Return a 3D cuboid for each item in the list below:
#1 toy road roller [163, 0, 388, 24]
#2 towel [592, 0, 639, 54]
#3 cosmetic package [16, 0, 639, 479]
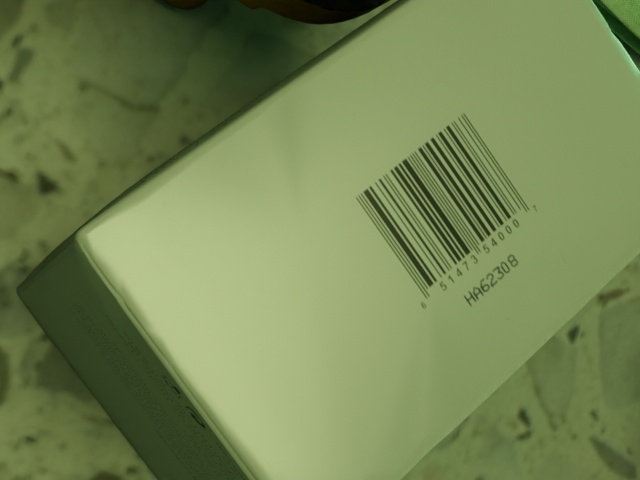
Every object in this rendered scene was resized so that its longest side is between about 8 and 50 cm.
[{"bbox_3d":[-0.064,-0.239,0.436,0.329,0.240,0.203,39,69,-18],"label":"toy road roller"},{"bbox_3d":[0.250,-0.297,0.618,0.247,0.038,0.325,32,94,-25],"label":"towel"},{"bbox_3d":[0.000,0.000,0.450,0.224,0.224,0.138,-38,96,-22],"label":"cosmetic package"}]
